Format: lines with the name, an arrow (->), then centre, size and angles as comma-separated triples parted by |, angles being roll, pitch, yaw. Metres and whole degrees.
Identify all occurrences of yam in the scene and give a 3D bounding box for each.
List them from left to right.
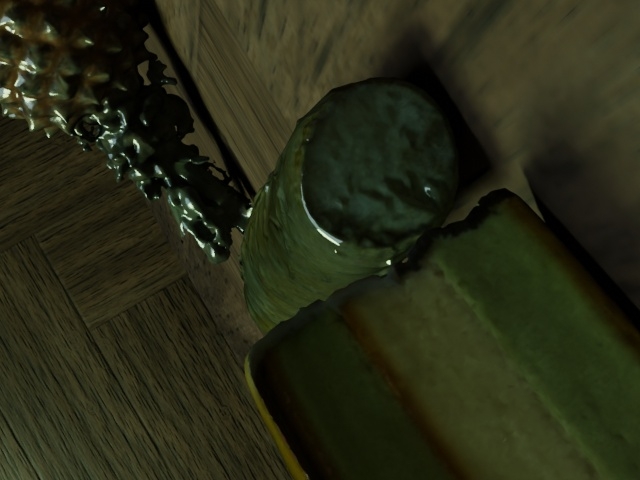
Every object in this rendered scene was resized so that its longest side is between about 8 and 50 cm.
yam -> 0.000, 0.000, 0.593 | 0.083, 0.083, 0.371 | 59, 169, 7

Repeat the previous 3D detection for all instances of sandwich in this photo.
sandwich -> 0.075, 0.090, 0.330 | 0.144, 0.117, 0.187 | 60, 172, -22

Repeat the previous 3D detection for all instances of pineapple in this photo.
pineapple -> -0.185, -0.129, 0.978 | 0.361, 0.175, 0.175 | 52, 172, -12
